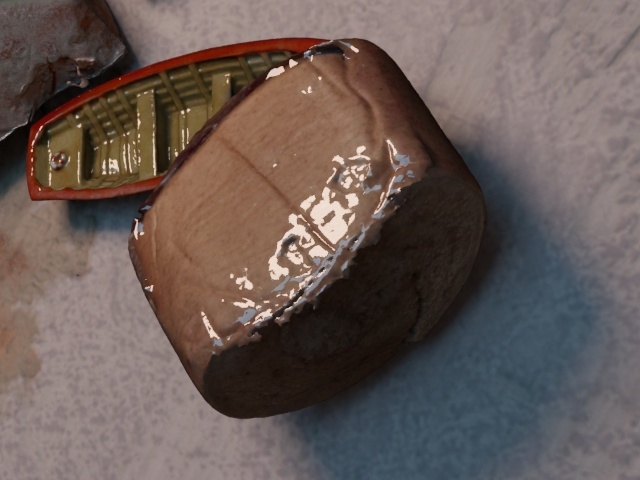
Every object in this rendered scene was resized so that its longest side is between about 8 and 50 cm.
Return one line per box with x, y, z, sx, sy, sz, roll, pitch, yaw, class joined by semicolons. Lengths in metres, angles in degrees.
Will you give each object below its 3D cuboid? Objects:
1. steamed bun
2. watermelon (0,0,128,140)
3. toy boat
0.000;0.000;1.270;0.301;0.199;0.251;-42;46;9;steamed bun
-0.364;-0.175;1.515;0.305;0.224;0.180;-36;88;8;watermelon
-0.118;-0.116;1.424;0.392;0.079;0.136;-14;67;24;toy boat
